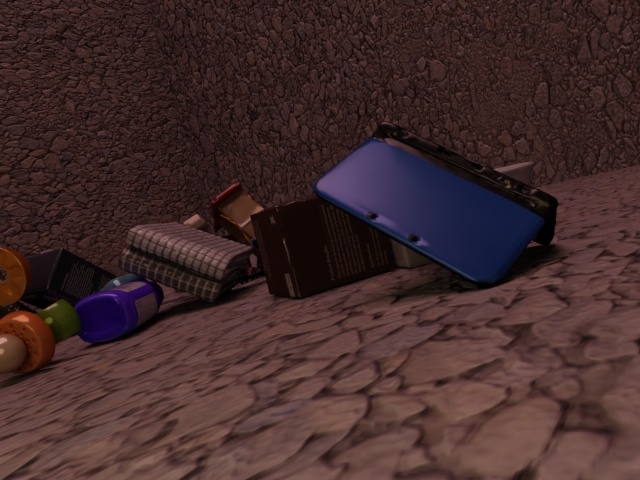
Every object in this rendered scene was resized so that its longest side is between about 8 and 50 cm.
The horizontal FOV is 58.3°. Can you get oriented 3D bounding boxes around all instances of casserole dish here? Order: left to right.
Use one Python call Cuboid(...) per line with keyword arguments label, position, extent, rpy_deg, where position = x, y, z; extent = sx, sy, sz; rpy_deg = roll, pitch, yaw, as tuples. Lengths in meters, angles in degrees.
Cuboid(label="casserole dish", position=(-0.478, 0.135, 1.321), extent=(0.188, 0.037, 0.114), rpy_deg=(-43, -10, 26))

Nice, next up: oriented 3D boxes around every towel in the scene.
Cuboid(label="towel", position=(-0.304, 0.046, 1.326), extent=(0.234, 0.121, 0.284), rpy_deg=(19, 5, 2))

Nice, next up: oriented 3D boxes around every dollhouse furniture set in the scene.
Cuboid(label="dollhouse furniture set", position=(-0.294, 0.028, 1.612), extent=(0.374, 0.201, 0.152), rpy_deg=(-40, -21, -25))

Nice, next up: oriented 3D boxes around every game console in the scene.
Cuboid(label="game console", position=(0.177, -0.039, 0.859), extent=(0.293, 0.173, 0.250), rpy_deg=(32, -4, 26))

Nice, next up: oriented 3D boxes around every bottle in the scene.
Cuboid(label="bottle", position=(-0.393, 0.134, 1.169), extent=(0.118, 0.092, 0.283), rpy_deg=(-16, 3, 2))

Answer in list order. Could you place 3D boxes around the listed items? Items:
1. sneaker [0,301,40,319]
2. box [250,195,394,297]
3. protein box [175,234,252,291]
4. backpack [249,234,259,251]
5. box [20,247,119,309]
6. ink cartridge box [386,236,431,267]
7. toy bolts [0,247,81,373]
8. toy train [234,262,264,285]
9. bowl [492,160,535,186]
Cuboid(label="sneaker", position=(-0.671, 0.182, 1.325), extent=(0.221, 0.118, 0.083), rpy_deg=(-14, 3, 5))
Cuboid(label="box", position=(0.000, 0.000, 1.090), extent=(0.203, 0.169, 0.167), rpy_deg=(-15, 3, -23))
Cuboid(label="protein box", position=(-0.351, 0.069, 1.798), extent=(0.201, 0.136, 0.199), rpy_deg=(-16, 3, -30))
Cuboid(label="backpack", position=(-0.083, -0.002, 1.452), extent=(0.173, 0.117, 0.158), rpy_deg=(23, -14, -25))
Cuboid(label="box", position=(-0.609, 0.118, 1.405), extent=(0.153, 0.108, 0.207), rpy_deg=(-12, -33, 33))
Cuboid(label="ink cartridge box", position=(0.153, -0.031, 1.126), extent=(0.086, 0.153, 0.208), rpy_deg=(-14, 4, -15))
Cuboid(label="toy bolts", position=(-0.556, 0.145, 0.928), extent=(0.228, 0.218, 0.158), rpy_deg=(-32, 5, 14))
Cuboid(label="toy train", position=(-0.191, 0.090, 1.586), extent=(0.027, 0.036, 0.158), rpy_deg=(-13, 3, 26))
Cuboid(label="bowl", position=(0.319, -0.070, 1.230), extent=(0.297, 0.134, 0.298), rpy_deg=(-15, 4, 1))
